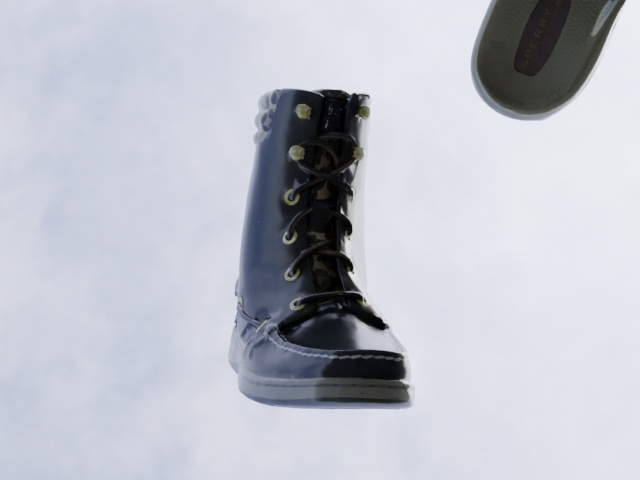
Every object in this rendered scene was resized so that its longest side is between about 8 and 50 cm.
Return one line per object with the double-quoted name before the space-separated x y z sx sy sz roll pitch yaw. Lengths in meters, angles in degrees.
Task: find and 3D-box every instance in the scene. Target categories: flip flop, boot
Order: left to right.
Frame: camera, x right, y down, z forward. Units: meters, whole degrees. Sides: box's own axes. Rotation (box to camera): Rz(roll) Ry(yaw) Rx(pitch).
"boot" -0.002 0.000 0.746 0.085 0.236 0.178 5 -88 -14
"flip flop" 0.171 -0.215 0.872 0.112 0.080 0.277 26 -81 23
